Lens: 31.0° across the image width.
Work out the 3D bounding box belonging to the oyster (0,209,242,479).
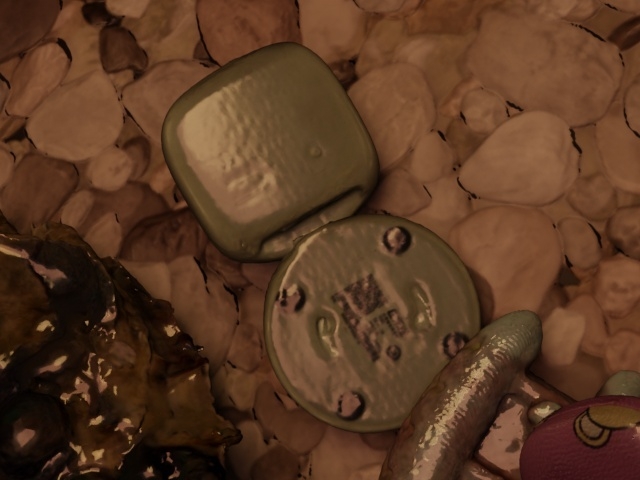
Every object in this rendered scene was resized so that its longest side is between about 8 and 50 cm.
[{"bbox_3d":[-0.187,0.091,0.852,0.221,0.096,0.361,-21,56,4],"label":"oyster"}]

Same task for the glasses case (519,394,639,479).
[{"bbox_3d":[0.232,0.226,0.663,0.316,0.076,0.123,55,140,-3],"label":"glasses case"}]

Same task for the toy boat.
[{"bbox_3d":[0.119,0.164,0.757,0.155,0.085,0.227,31,89,7],"label":"toy boat"}]

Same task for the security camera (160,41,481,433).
[{"bbox_3d":[0.000,0.000,0.856,0.157,0.080,0.301,-30,81,-6],"label":"security camera"}]
